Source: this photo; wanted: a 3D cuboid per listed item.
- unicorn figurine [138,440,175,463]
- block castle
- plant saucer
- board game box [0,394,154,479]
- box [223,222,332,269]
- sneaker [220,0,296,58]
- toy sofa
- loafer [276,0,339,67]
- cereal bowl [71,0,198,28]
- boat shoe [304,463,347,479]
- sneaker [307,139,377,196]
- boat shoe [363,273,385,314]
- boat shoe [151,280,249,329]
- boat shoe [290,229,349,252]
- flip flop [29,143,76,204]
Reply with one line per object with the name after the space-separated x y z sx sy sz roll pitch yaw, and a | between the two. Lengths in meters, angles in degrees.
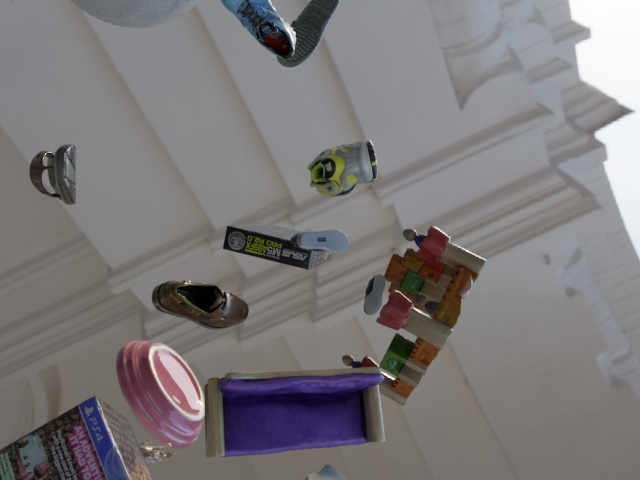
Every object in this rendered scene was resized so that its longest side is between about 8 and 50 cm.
-0.382 0.443 1.249 0.162 0.111 0.060 -33 -115 32 | unicorn figurine
0.217 0.189 1.535 0.213 0.453 0.303 29 -122 12 | block castle
-0.427 0.411 1.693 0.084 0.332 0.332 -34 -145 5 | plant saucer
-0.392 0.414 0.880 0.291 0.141 0.232 -29 -119 -12 | board game box
-0.095 0.009 1.523 0.217 0.060 0.270 14 -174 10 | box
-0.092 -0.348 0.953 0.063 0.162 0.073 -41 -143 19 | sneaker
-0.048 0.347 1.231 0.363 0.177 0.150 3 -110 -21 | toy sofa
-0.035 -0.589 1.702 0.251 0.094 0.087 -53 -166 -1 | loafer
-0.342 -0.499 0.964 0.339 0.338 0.141 -4 -147 29 | cereal bowl
0.006 0.439 0.970 0.113 0.306 0.105 42 -94 18 | boat shoe
0.027 -0.197 1.675 0.147 0.145 0.385 -10 177 -15 | sneaker
0.135 0.144 1.588 0.038 0.046 0.125 -33 -148 49 | boat shoe
-0.303 0.177 1.666 0.105 0.307 0.110 -20 -114 39 | boat shoe
0.000 0.000 1.260 0.040 0.142 0.049 -3 -96 46 | boat shoe
-0.513 -0.129 1.160 0.080 0.112 0.277 -1 -171 -29 | flip flop
